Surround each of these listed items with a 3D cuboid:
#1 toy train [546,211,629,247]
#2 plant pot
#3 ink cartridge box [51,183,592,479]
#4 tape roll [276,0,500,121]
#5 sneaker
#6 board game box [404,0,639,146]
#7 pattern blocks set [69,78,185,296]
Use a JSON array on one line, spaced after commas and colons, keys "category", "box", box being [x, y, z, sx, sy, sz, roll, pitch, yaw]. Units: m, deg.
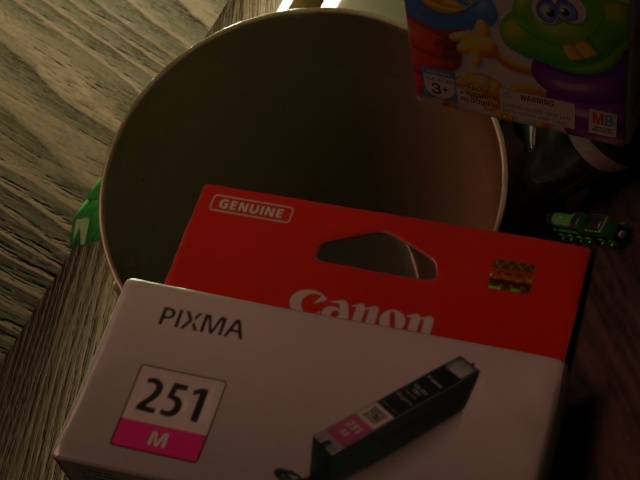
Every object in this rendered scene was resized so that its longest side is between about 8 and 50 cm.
[{"category": "toy train", "box": [0.168, -0.009, 0.876, 0.017, 0.023, 0.083, -62, 17, -4]}, {"category": "plant pot", "box": [0.000, 0.000, 1.017, 0.191, 0.284, 0.284, 70, -141, -62]}, {"category": "ink cartridge box", "box": [0.012, 0.064, 0.824, 0.060, 0.275, 0.239, 78, -154, -55]}, {"category": "tape roll", "box": [0.054, -0.162, 1.217, 0.246, 0.169, 0.246, -54, 17, 25]}, {"category": "sneaker", "box": [0.172, -0.117, 0.950, 0.106, 0.078, 0.234, -42, 27, 43]}, {"category": "board game box", "box": [0.129, -0.208, 0.773, 0.275, 0.142, 0.144, 77, -146, -50]}, {"category": "pattern blocks set", "box": [-0.089, 0.042, 1.121, 0.026, 0.325, 0.285, 0, 57, 31]}]
